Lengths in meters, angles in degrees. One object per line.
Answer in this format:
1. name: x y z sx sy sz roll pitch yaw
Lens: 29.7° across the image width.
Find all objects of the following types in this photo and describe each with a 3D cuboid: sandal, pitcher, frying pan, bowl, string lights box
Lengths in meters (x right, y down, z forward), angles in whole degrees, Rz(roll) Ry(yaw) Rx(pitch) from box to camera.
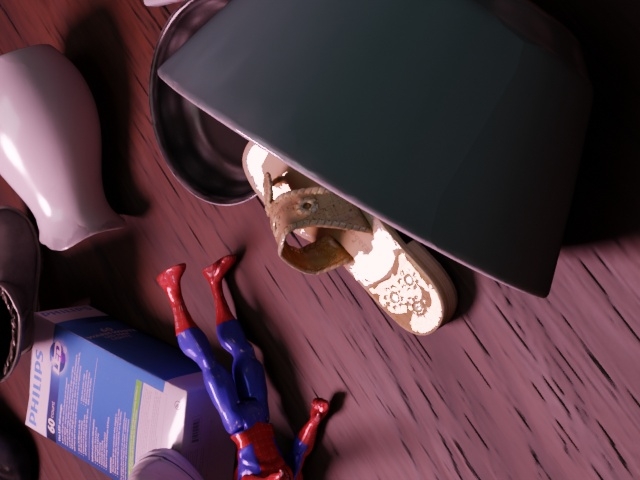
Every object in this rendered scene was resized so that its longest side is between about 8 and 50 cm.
1. sandal: 0.002 -0.005 0.990 0.240 0.079 0.088 42 128 19
2. pitcher: -0.297 -0.091 1.285 0.178 0.125 0.207 -15 97 59
3. frying pan: -0.051 -0.170 1.070 0.326 0.053 0.197 -48 65 35
4. bowl: 0.062 -0.107 0.830 0.311 0.311 0.163 36 100 35
5. string lights box: -0.200 0.168 1.243 0.260 0.077 0.133 20 109 41

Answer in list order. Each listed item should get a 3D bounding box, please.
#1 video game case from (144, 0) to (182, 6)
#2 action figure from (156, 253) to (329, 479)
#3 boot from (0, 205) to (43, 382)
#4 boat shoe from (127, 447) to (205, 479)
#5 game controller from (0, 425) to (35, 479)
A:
1. video game case: -0.109 -0.332 1.126 0.183 0.023 0.201 0 94 44
2. action figure: -0.054 0.141 1.086 0.139 0.091 0.280 -31 74 51
3. boot: -0.343 0.051 1.290 0.208 0.076 0.189 144 117 -88
4. boat shoe: -0.097 0.291 1.104 0.226 0.076 0.083 41 108 2
5. game controller: -0.458 0.364 1.478 0.166 0.067 0.319 20 101 2
